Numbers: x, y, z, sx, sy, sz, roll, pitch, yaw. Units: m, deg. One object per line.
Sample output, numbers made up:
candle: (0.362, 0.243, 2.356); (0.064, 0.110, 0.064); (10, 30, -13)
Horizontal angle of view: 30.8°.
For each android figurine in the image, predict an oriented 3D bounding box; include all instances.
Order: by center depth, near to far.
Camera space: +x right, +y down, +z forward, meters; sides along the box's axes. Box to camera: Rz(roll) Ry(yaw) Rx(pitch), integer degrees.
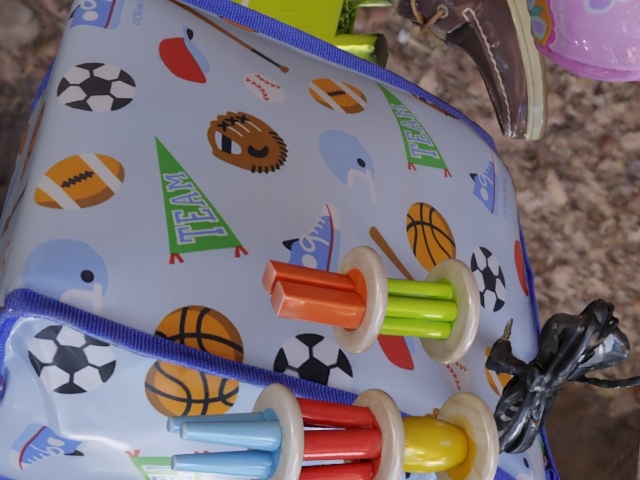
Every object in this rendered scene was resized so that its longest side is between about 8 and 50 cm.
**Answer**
android figurine: (-0.049, -0.250, 1.308); (0.273, 0.248, 0.056); (7, 161, 23)

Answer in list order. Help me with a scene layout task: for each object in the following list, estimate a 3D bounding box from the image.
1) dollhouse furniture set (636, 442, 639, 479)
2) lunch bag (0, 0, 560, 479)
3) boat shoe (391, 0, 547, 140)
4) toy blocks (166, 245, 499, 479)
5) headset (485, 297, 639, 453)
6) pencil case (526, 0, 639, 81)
dollhouse furniture set: (0.407, 0.164, 0.859); (0.355, 0.303, 0.174); (-12, -160, -39)
lunch bag: (-0.025, 0.036, 0.795); (0.385, 0.328, 0.239); (16, 138, -18)
boat shoe: (0.132, -0.247, 1.170); (0.123, 0.342, 0.123); (-17, 167, 1)
toy blocks: (0.002, 0.059, 0.533); (0.148, 0.123, 0.054); (7, 155, -26)
headset: (0.290, 0.062, 0.687); (0.394, 0.243, 0.185); (0, 139, -28)
pencil case: (0.155, -0.218, 0.547); (0.124, 0.124, 0.284); (15, 123, 38)
